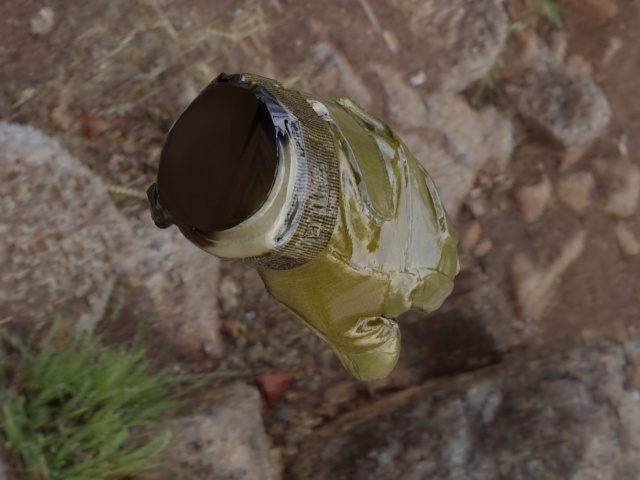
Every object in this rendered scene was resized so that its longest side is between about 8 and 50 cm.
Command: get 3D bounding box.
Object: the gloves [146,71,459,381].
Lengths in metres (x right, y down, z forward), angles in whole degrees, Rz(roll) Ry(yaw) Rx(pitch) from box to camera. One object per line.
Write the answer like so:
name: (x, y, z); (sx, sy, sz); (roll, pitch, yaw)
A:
gloves: (0.012, -0.010, 0.975); (0.154, 0.141, 0.331); (52, 8, 26)
